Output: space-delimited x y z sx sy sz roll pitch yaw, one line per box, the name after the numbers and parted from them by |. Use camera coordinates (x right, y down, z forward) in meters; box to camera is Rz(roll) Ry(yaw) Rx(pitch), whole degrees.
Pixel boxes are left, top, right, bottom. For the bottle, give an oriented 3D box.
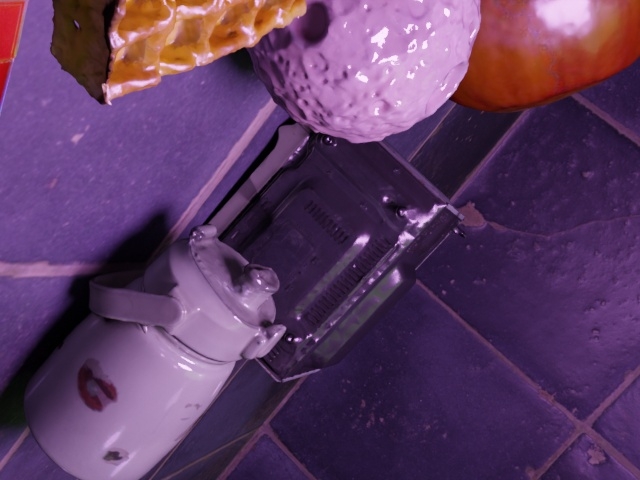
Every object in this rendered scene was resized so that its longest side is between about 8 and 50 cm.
-0.208 0.128 0.952 0.352 0.229 0.229 -47 166 20 | bottle

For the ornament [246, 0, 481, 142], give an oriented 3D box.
0.049 -0.227 0.786 0.259 0.225 0.259 -43 163 -17 | ornament

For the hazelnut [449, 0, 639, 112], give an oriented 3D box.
0.276 -0.352 0.977 0.366 0.366 0.366 -44 164 -16 | hazelnut

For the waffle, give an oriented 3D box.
-0.042 -0.180 0.399 0.211 0.055 0.160 -36 161 -37 | waffle

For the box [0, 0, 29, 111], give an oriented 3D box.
-0.279 -0.105 0.516 0.112 0.048 0.175 -27 154 -52 | box

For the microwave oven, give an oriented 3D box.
0.000 0.000 1.119 0.355 0.286 0.218 -47 164 10 | microwave oven
